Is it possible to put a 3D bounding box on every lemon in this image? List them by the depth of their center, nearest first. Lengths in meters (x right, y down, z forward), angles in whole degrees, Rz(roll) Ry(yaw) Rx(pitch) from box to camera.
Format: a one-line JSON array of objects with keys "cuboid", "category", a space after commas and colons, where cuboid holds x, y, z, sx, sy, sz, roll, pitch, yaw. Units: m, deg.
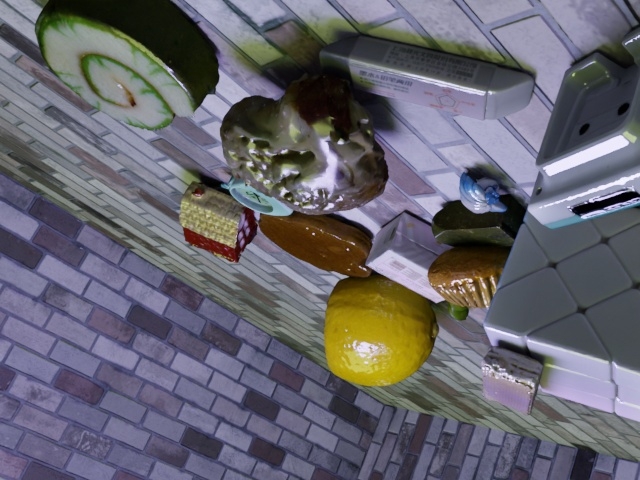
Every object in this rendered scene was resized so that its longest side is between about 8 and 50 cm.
[{"cuboid": [0.195, 0.276, 2.150, 0.364, 0.364, 0.364, 21, 160, 8], "category": "lemon"}]

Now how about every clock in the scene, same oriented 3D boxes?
[{"cuboid": [0.395, -0.154, 0.938, 0.116, 0.231, 0.262, 33, 160, -12], "category": "clock"}, {"cuboid": [-0.176, -0.134, 1.901, 0.211, 0.066, 0.159, 7, 154, 41], "category": "clock"}]

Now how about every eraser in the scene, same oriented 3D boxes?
[{"cuboid": [0.167, -0.268, 1.160, 0.352, 0.061, 0.089, 19, 161, 17], "category": "eraser"}]

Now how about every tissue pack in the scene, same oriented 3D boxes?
[{"cuboid": [0.254, 0.048, 1.780, 0.225, 0.124, 0.185, 27, 161, -8], "category": "tissue pack"}]

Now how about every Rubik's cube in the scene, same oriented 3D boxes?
[{"cuboid": [0.537, 0.131, 1.377, 0.318, 0.322, 0.316, 14, 160, 29], "category": "Rubik's cube"}]

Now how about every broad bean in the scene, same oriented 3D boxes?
[{"cuboid": [0.383, 0.151, 2.012, 0.098, 0.056, 0.318, 18, 155, 36], "category": "broad bean"}]

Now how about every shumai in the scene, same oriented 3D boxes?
[{"cuboid": [-0.020, -0.172, 1.306, 0.346, 0.217, 0.283, 26, 176, -7], "category": "shumai"}]

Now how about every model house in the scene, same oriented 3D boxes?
[{"cuboid": [-0.303, -0.068, 2.087, 0.196, 0.160, 0.254, 22, 159, 8], "category": "model house"}]

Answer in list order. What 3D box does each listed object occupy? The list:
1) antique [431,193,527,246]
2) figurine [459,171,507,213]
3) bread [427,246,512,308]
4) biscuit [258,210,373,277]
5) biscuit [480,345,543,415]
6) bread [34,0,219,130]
[{"cuboid": [0.335, -0.037, 1.529, 0.080, 0.081, 0.221, 37, 157, -30], "category": "antique"}, {"cuboid": [0.321, -0.098, 1.423, 0.114, 0.079, 0.114, 29, -163, -10], "category": "figurine"}, {"cuboid": [0.357, 0.076, 1.583, 0.240, 0.240, 0.139, -8, 99, 57], "category": "bread"}, {"cuboid": [0.000, 0.000, 2.037, 0.381, 0.074, 0.359, 1, 152, 44], "category": "biscuit"}, {"cuboid": [0.371, 0.274, 1.376, 0.108, 0.062, 0.239, 19, 159, 22], "category": "biscuit"}, {"cuboid": [-0.385, -0.371, 1.439, 0.382, 0.129, 0.366, 21, 158, 8], "category": "bread"}]
